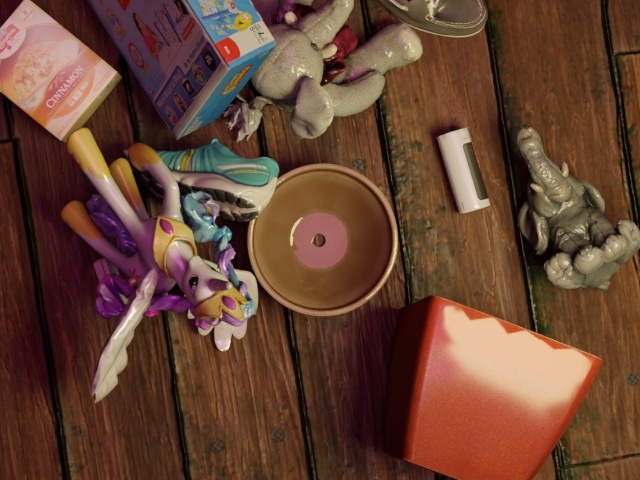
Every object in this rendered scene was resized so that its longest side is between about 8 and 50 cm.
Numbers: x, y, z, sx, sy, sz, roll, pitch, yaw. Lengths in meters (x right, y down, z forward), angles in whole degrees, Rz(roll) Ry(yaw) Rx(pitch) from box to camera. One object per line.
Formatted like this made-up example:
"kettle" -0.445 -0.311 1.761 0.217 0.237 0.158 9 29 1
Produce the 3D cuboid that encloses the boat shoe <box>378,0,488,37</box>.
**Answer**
"boat shoe" 0.125 -0.432 1.781 0.335 0.095 0.112 30 86 -3

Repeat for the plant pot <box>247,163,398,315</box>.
"plant pot" 0.000 0.000 1.763 0.237 0.110 0.237 0 89 -4

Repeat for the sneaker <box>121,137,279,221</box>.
"sneaker" -0.187 -0.105 1.731 0.275 0.107 0.110 15 60 26

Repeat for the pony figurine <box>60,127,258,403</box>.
"pony figurine" -0.246 0.045 1.643 0.303 0.351 0.363 -29 69 -30

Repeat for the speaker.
"speaker" 0.233 -0.114 1.807 0.055 0.055 0.136 -16 90 -4

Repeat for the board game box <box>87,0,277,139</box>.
"board game box" -0.222 -0.338 1.620 0.086 0.308 0.302 -32 90 -25

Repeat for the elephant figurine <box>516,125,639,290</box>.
"elephant figurine" 0.392 -0.048 1.775 0.169 0.186 0.239 -12 60 -37

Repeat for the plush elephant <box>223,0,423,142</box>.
"plush elephant" -0.028 -0.292 1.690 0.272 0.255 0.330 44 87 -2

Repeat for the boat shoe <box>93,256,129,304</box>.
"boat shoe" -0.339 0.076 1.781 0.035 0.035 0.100 -19 94 24

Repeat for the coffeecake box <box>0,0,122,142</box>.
"coffeecake box" -0.435 -0.268 1.758 0.185 0.068 0.142 39 88 -2

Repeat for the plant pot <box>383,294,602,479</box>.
"plant pot" 0.230 0.248 1.680 0.267 0.267 0.236 21 80 -3
